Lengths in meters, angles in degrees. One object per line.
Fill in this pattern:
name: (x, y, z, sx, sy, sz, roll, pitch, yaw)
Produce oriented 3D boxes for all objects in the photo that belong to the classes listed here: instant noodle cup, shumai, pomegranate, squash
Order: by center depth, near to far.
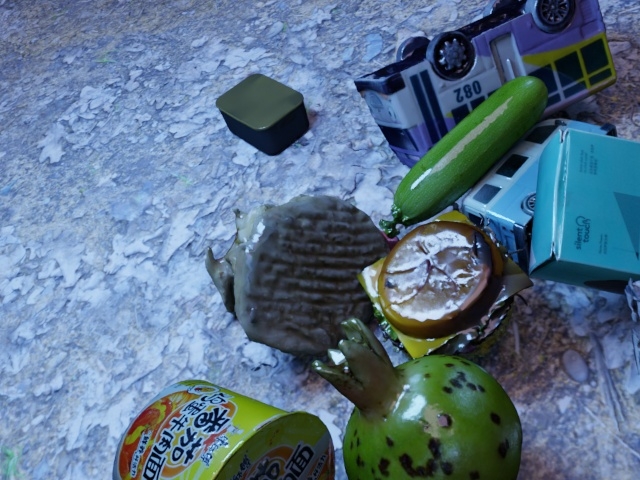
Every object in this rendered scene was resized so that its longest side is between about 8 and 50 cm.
pomegranate: (0.105, 0.242, 0.801, 0.285, 0.231, 0.231, 27, 58, 1)
instant noodle cup: (-0.136, 0.314, 0.824, 0.200, 0.264, 0.264, 17, 57, 38)
squash: (0.245, -0.145, 1.071, 0.378, 0.101, 0.101, -42, 49, 1)
shumai: (-0.053, 0.056, 1.091, 0.314, 0.267, 0.262, -14, 8, -32)

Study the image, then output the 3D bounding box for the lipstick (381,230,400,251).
lipstick: (0.000, 0.000, 1.180, 0.312, 0.051, 0.051, -2, 46, 16)

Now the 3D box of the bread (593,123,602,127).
bread: (0.512, -0.160, 1.156, 0.049, 0.103, 0.062, -33, 4, -25)

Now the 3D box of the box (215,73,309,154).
box: (-0.132, -0.294, 1.452, 0.144, 0.090, 0.201, -42, 50, -18)

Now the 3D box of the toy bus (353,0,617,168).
toy bus: (0.312, -0.307, 1.208, 0.439, 0.249, 0.209, -26, 19, -6)

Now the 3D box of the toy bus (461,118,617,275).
toy bus: (0.377, -0.093, 1.080, 0.271, 0.133, 0.164, -44, 47, -17)

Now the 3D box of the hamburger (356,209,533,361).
hamburger: (0.197, 0.076, 0.960, 0.261, 0.139, 0.243, -37, 43, 8)

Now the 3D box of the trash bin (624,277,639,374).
trash bin: (0.525, 0.147, 0.644, 0.295, 0.256, 0.368, -10, 15, 12)

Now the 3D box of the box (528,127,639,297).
box: (0.470, -0.025, 0.899, 0.311, 0.118, 0.205, 10, 71, 0)
